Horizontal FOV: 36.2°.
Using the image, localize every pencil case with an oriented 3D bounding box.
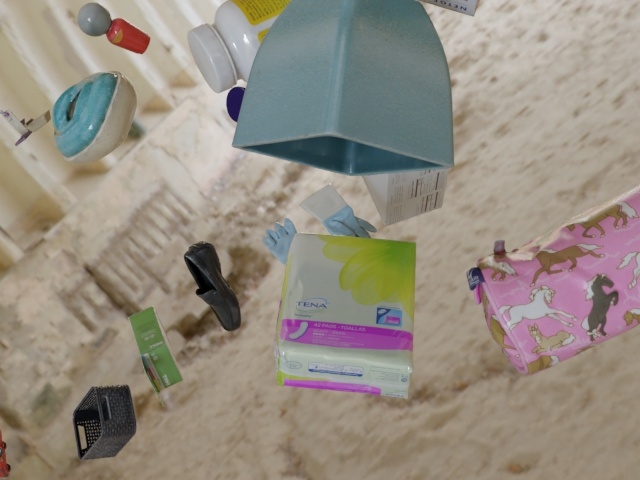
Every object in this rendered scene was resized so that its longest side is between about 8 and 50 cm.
[{"bbox_3d":[0.376,0.015,1.208,0.386,0.167,0.160,-27,2,5],"label":"pencil case"}]

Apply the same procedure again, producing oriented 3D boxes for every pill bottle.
[{"bbox_3d":[-0.101,-0.443,2.055,0.334,0.188,0.188,-28,8,-14],"label":"pill bottle"}]

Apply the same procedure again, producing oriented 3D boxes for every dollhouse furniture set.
[{"bbox_3d":[-0.660,-0.289,2.208,0.114,0.081,0.091,-28,24,29],"label":"dollhouse furniture set"}]

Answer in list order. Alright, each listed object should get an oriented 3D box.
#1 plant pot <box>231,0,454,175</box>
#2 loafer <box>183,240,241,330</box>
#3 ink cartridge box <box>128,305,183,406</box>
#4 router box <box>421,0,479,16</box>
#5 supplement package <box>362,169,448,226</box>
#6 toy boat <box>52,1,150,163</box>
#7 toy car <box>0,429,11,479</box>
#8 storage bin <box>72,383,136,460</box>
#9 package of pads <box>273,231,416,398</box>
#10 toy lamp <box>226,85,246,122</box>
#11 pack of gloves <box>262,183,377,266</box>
[{"bbox_3d":[0.045,-0.246,1.468,0.247,0.247,0.252,1,83,52],"label":"plant pot"},{"bbox_3d":[-0.246,0.111,2.195,0.076,0.223,0.078,-3,25,45],"label":"loafer"},{"bbox_3d":[-0.347,0.245,2.090,0.062,0.109,0.209,-23,33,-8],"label":"ink cartridge box"},{"bbox_3d":[0.104,-0.499,1.505,0.301,0.335,0.082,80,-150,-73],"label":"router box"},{"bbox_3d":[0.171,-0.195,2.122,0.145,0.204,0.262,-18,-27,-9],"label":"supplement package"},{"bbox_3d":[-0.448,-0.307,1.930,0.267,0.148,0.318,-11,60,56],"label":"toy boat"},{"bbox_3d":[-0.520,0.412,1.562,0.053,0.239,0.225,-16,-3,-13],"label":"toy car"},{"bbox_3d":[-0.494,0.415,2.233,0.084,0.122,0.180,2,-32,-33],"label":"storage bin"},{"bbox_3d":[0.043,0.120,1.656,0.297,0.229,0.101,-82,-3,-46],"label":"package of pads"},{"bbox_3d":[-0.059,-0.283,1.941,0.274,0.080,0.080,-17,-10,-45],"label":"toy lamp"},{"bbox_3d":[0.000,0.000,2.010,0.195,0.046,0.232,-33,42,-10],"label":"pack of gloves"}]
